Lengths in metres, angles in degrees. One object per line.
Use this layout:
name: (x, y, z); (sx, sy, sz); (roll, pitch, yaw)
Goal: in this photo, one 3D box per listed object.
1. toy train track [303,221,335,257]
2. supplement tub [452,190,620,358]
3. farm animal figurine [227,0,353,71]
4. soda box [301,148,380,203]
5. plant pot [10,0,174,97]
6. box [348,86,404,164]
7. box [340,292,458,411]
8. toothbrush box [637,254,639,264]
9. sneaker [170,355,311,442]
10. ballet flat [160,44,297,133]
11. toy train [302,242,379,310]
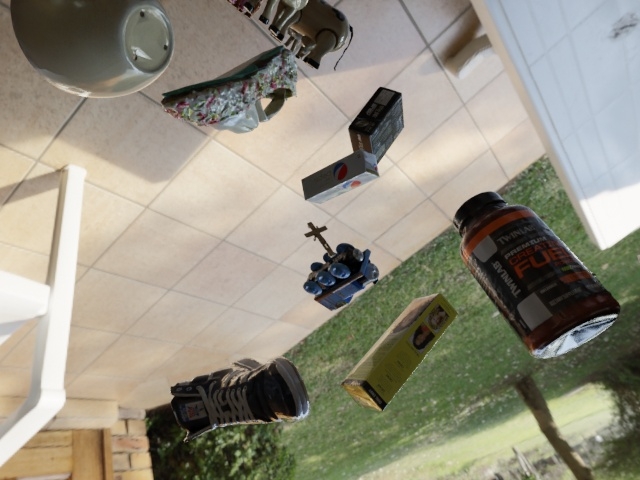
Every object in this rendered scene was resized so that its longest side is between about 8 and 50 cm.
toy train track: (0.000, 0.000, 0.780); (0.048, 0.083, 0.014); (-22, 150, -26)
supplement tub: (0.238, 0.031, 0.506); (0.106, 0.197, 0.106); (-16, 142, -13)
farm animal figurine: (-0.053, -0.518, 0.922); (0.327, 0.330, 0.172); (26, 109, -37)
soda box: (0.051, -0.171, 1.168); (0.216, 0.069, 0.074); (-22, 163, 37)
plant pot: (-0.410, -0.414, 0.849); (0.284, 0.191, 0.284); (-51, 153, -39)
box: (0.170, -0.336, 1.267); (0.180, 0.078, 0.147); (-55, 153, -16)
box: (0.142, 0.192, 0.756); (0.232, 0.058, 0.087); (-42, -177, -28)
toothbrush box: (0.471, 0.123, 0.424); (0.126, 0.295, 0.216); (-13, 164, 14)
sneaker: (-0.135, 0.248, 0.653); (0.153, 0.099, 0.282); (-15, 176, -31)
ballet flat: (-0.086, -0.174, 0.512); (0.091, 0.241, 0.077); (-2, 121, 30)
toy train: (0.043, 0.075, 0.874); (0.105, 0.080, 0.184); (34, 139, -17)
